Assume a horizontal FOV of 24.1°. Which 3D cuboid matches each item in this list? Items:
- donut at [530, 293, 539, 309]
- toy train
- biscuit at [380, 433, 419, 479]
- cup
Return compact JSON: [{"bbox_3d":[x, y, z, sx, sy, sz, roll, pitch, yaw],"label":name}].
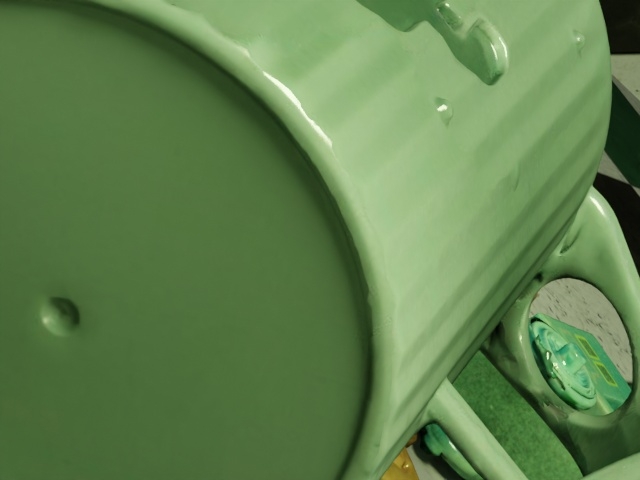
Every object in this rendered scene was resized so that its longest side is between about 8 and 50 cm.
[{"bbox_3d":[0.064,0.017,1.015,0.117,0.166,0.065,9,77,-52],"label":"donut"},{"bbox_3d":[0.191,0.179,1.003,0.194,0.120,0.298,21,33,-56],"label":"toy train"},{"bbox_3d":[0.010,0.088,0.947,0.133,0.027,0.184,34,25,-24],"label":"biscuit"},{"bbox_3d":[0.002,-0.023,0.707,0.401,0.310,0.392,16,24,12],"label":"cup"}]
